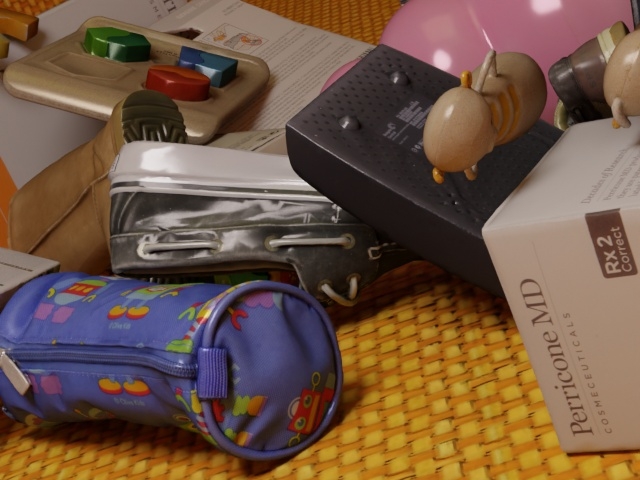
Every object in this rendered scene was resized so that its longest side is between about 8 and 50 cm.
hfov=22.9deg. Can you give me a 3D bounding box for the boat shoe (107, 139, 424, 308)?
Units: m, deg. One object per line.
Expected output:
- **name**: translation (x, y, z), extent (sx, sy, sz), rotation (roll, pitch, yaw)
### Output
- **boat shoe**: translation (0.000, 0.000, 1.219), extent (0.335, 0.119, 0.121), rotation (5, -8, 5)

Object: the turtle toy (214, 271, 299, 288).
- **turtle toy**: translation (-0.042, 0.013, 1.312), extent (0.066, 0.095, 0.130), rotation (13, 33, 27)

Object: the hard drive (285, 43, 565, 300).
- **hard drive**: translation (0.113, -0.038, 1.106), extent (0.255, 0.054, 0.172), rotation (29, 38, 13)

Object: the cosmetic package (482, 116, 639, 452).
- **cosmetic package**: translation (0.218, 0.015, 0.887), extent (0.184, 0.151, 0.151), rotation (-10, 21, 34)

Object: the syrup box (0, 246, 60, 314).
- **syrup box**: translation (-0.292, 0.064, 1.292), extent (0.096, 0.093, 0.237), rotation (14, 7, 3)

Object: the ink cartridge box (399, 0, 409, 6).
- **ink cartridge box**: translation (0.158, -0.288, 1.730), extent (0.093, 0.219, 0.160), rotation (-9, 22, 35)

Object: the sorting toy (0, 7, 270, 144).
- **sorting toy**: translation (-0.219, -0.181, 1.561), extent (0.307, 0.041, 0.229), rotation (15, 24, 7)

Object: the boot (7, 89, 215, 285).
- **boot**: translation (-0.195, 0.014, 1.426), extent (0.089, 0.236, 0.269), rotation (8, -24, -32)

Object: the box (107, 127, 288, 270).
- **box**: translation (-0.125, -0.036, 1.498), extent (0.094, 0.113, 0.275), rotation (-34, 23, -36)

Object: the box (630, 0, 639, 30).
- **box**: translation (0.378, -0.137, 1.092), extent (0.294, 0.182, 0.296), rotation (-15, 20, 15)

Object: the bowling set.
- **bowling set**: translation (0.185, -0.153, 0.871), extent (0.200, 0.287, 0.154), rotation (16, 21, 17)

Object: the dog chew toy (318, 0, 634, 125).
- **dog chew toy**: translation (0.143, -0.145, 1.389), extent (0.332, 0.206, 0.206), rotation (-27, 17, 8)

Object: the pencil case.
- **pencil case**: translation (-0.125, 0.084, 1.124), extent (0.133, 0.119, 0.306), rotation (-5, 3, -41)

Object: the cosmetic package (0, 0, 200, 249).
- **cosmetic package**: translation (-0.322, -0.114, 1.734), extent (0.453, 0.230, 0.161), rotation (-36, 14, -36)

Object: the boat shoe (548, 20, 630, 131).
- **boat shoe**: translation (0.212, -0.099, 1.196), extent (0.073, 0.080, 0.223), rotation (-14, -18, 10)

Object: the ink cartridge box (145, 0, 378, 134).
- **ink cartridge box**: translation (-0.082, -0.160, 1.690), extent (0.261, 0.066, 0.296), rotation (21, 34, 19)
